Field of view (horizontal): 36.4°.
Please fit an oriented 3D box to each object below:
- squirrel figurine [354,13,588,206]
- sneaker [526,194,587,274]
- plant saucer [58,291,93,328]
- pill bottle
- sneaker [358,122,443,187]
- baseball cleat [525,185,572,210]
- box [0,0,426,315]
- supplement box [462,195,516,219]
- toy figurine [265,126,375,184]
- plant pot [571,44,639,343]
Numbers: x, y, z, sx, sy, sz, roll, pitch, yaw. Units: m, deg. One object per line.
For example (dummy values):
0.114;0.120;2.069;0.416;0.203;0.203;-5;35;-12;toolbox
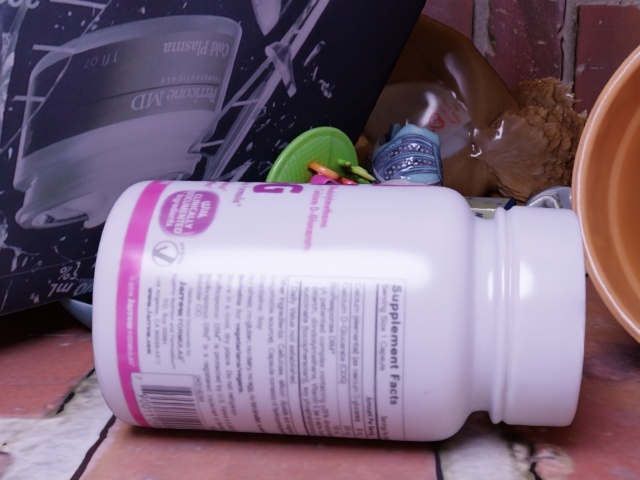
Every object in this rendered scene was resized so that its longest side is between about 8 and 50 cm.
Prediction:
0.195;-0.151;1.462;0.397;0.281;0.370;15;2;3;squirrel figurine
0.248;-0.006;1.029;0.064;0.086;0.192;10;15;39;sneaker
-0.087;0.045;0.900;0.317;0.044;0.317;1;11;0;plant saucer
0.015;0.043;0.619;0.283;0.160;0.160;2;12;7;pill bottle
0.094;-0.070;1.149;0.110;0.122;0.283;13;-3;-8;sneaker
0.326;-0.032;1.247;0.205;0.072;0.109;-1;-3;-28;baseball cleat
-0.152;-0.233;0.807;0.297;0.472;0.480;42;32;24;box
0.187;-0.019;1.164;0.083;0.056;0.083;4;12;17;supplement box
0.057;-0.011;0.881;0.159;0.130;0.173;26;1;36;toy figurine
0.364;-0.025;0.743;0.290;0.291;0.203;8;-3;33;plant pot
